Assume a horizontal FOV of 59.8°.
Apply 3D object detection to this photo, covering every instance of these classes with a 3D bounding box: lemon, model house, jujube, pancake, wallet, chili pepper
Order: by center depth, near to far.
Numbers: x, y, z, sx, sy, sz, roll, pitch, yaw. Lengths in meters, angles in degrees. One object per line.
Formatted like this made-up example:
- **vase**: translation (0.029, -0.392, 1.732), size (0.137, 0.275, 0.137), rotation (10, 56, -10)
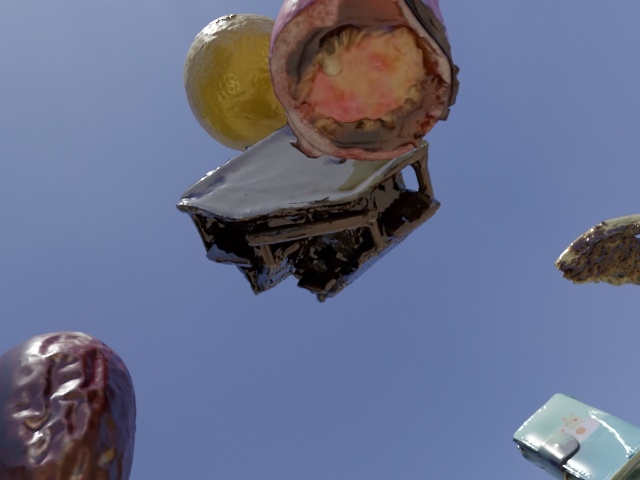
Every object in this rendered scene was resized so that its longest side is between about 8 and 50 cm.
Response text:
- **jujube**: translation (-0.342, 0.258, 0.698), size (0.223, 0.318, 0.223), rotation (-10, -59, -17)
- **chili pepper**: translation (0.075, -0.274, 0.716), size (0.251, 0.229, 0.305), rotation (54, -141, -35)
- **model house**: translation (0.000, 0.000, 0.885), size (0.317, 0.297, 0.283), rotation (-39, -42, -23)
- **wallet**: translation (0.519, 0.403, 1.098), size (0.176, 0.250, 0.075), rotation (-36, -76, -13)
- **lemon**: translation (-0.145, -0.319, 1.145), size (0.293, 0.293, 0.293), rotation (-15, -57, -24)
- **pancake**: translation (0.673, 0.053, 1.179), size (0.266, 0.244, 0.057), rotation (-40, -29, 7)
